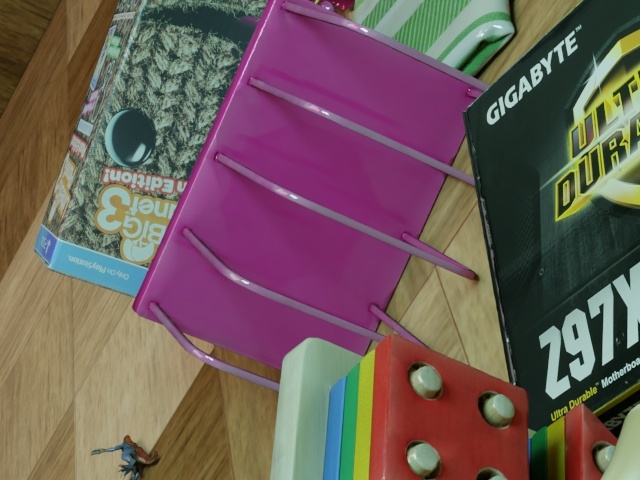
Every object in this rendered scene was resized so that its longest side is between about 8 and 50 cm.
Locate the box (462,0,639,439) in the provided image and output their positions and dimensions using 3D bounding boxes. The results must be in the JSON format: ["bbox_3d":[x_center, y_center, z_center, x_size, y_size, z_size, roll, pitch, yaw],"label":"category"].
[{"bbox_3d":[0.216,-0.046,1.053,0.322,0.079,0.257,-43,47,48],"label":"box"}]

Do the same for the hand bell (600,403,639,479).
[{"bbox_3d":[0.191,0.055,0.883,0.126,0.126,0.242,-32,37,57],"label":"hand bell"}]

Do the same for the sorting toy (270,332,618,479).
[{"bbox_3d":[0.101,0.187,0.920,0.089,0.255,0.257,-43,31,43],"label":"sorting toy"}]

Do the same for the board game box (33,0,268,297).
[{"bbox_3d":[-0.099,-0.082,1.627,0.141,0.232,0.291,-157,85,-75],"label":"board game box"}]

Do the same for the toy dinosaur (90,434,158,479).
[{"bbox_3d":[-0.202,0.236,1.963,0.090,0.047,0.082,-22,28,16],"label":"toy dinosaur"}]

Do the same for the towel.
[{"bbox_3d":[0.100,-0.228,1.673,0.248,0.038,0.325,-49,26,40],"label":"towel"}]

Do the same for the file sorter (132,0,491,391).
[{"bbox_3d":[0.017,-0.020,1.423,0.290,0.202,0.182,-66,22,4],"label":"file sorter"}]

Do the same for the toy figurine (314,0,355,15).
[{"bbox_3d":[-0.020,-0.206,1.869,0.159,0.130,0.173,-47,49,24],"label":"toy figurine"}]
